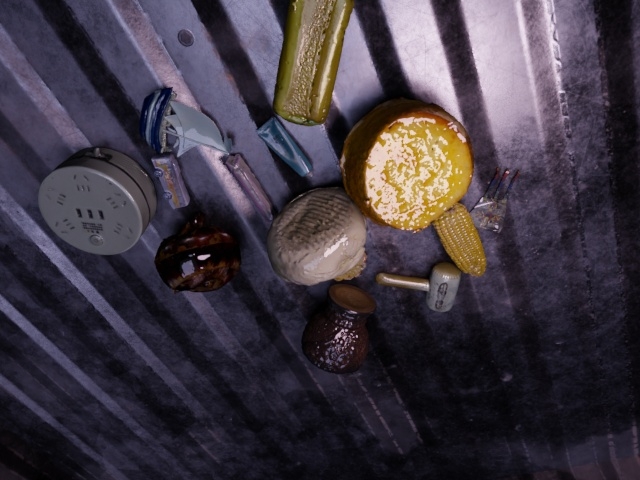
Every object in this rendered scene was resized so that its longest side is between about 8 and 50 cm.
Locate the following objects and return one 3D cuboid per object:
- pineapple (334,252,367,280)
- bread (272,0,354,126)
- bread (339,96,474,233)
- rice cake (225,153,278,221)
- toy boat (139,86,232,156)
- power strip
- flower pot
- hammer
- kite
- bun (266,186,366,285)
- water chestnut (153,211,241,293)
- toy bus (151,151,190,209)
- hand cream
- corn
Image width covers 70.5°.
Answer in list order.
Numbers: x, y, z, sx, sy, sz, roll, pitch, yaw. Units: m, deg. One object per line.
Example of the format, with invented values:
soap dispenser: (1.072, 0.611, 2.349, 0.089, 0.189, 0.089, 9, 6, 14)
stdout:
pineapple: (0.074, 0.076, 1.669, 0.220, 0.047, 0.221, 1, 126, 2)
bread: (-0.026, -0.504, 1.236, 0.166, 0.112, 0.384, 14, 124, -2)
bread: (0.255, -0.224, 1.315, 0.397, 0.215, 0.399, -5, 111, -12)
rice cake: (-0.226, -0.170, 1.513, 0.048, 0.055, 0.270, -19, 123, 21)
toy boat: (-0.430, -0.329, 1.410, 0.291, 0.070, 0.210, 39, 121, -24)
power strip: (-0.733, -0.135, 1.501, 0.356, 0.162, 0.358, 2, 124, 2)
flower pot: (0.082, 0.325, 1.725, 0.266, 0.267, 0.267, 15, 115, -7)
hammer: (0.355, 0.162, 1.683, 0.305, 0.113, 0.202, 7, 122, 5)
kite: (0.581, -0.130, 1.518, 0.141, 0.015, 0.245, 8, 125, -5)
bun: (0.000, 0.000, 1.452, 0.359, 0.360, 0.211, -18, 128, 15)
water chestnut: (-0.427, 0.040, 1.570, 0.299, 0.300, 0.300, 2, 125, 2)
toy bus: (-0.497, -0.198, 1.505, 0.075, 0.064, 0.191, -9, 124, 2)
hand cream: (-0.101, -0.286, 1.438, 0.083, 0.048, 0.224, -35, 111, 27)
corn: (0.473, -0.010, 1.538, 0.130, 0.130, 0.347, -25, 120, 19)
